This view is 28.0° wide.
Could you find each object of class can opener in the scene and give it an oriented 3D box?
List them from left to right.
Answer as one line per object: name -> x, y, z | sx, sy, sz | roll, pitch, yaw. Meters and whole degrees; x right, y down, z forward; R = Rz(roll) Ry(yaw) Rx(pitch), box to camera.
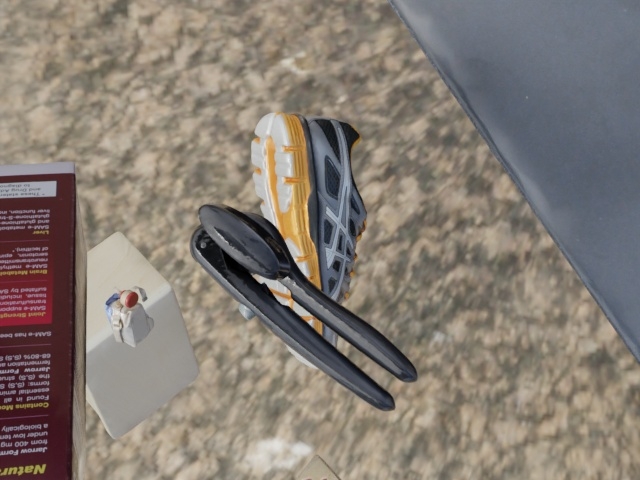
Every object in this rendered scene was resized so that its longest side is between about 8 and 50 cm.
can opener -> -0.016, 0.047, 0.864 | 0.186, 0.073, 0.059 | 44, 104, 5

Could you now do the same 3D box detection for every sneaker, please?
sneaker -> 0.000, 0.000, 1.046 | 0.084, 0.083, 0.215 | 18, 114, 54

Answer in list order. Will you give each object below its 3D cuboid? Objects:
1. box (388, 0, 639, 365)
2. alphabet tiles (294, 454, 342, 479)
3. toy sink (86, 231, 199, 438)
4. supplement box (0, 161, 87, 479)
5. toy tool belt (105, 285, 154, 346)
box -> 0.345, -0.164, 1.288 | 0.297, 0.472, 0.480 | -35, 90, 22
alphabet tiles -> -0.079, 0.310, 0.874 | 0.011, 0.285, 0.342 | 41, 87, -23
toy sink -> -0.268, 0.125, 1.676 | 0.153, 0.234, 0.131 | -37, 61, -17
supplement box -> -0.180, 0.062, 0.623 | 0.130, 0.239, 0.073 | -3, 130, -6
toy tool belt -> -0.226, 0.080, 1.468 | 0.051, 0.052, 0.083 | 27, 144, 29
